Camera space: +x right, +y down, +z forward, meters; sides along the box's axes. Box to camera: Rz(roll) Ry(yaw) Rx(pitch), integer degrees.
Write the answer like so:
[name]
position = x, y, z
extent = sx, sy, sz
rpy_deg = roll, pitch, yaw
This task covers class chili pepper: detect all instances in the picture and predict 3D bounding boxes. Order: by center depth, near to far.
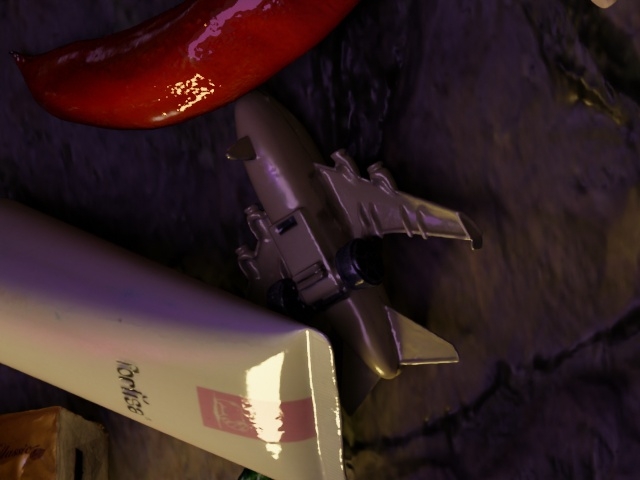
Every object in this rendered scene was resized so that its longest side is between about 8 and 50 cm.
[chili pepper]
position = -0.089, -0.156, 1.394
extent = 0.368, 0.092, 0.137
rpy_deg = -23, 59, 26

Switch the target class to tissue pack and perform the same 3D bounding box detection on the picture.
[tissue pack]
position = -0.281, 0.238, 1.569
extent = 0.226, 0.092, 0.183
rpy_deg = -9, 70, 24

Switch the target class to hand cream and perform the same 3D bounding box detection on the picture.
[hand cream]
position = -0.135, 0.075, 1.449
extent = 0.358, 0.118, 0.185
rpy_deg = 22, 138, 27

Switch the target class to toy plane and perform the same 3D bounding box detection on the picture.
[toy plane]
position = 0.000, 0.000, 1.402
extent = 0.229, 0.092, 0.244
rpy_deg = -31, 91, 35

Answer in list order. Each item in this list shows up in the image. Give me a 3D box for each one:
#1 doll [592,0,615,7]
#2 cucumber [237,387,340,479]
[doll]
position = 0.221, -0.202, 1.225
extent = 0.287, 0.151, 0.151
rpy_deg = 33, 115, 7
[cucumber]
position = -0.028, 0.163, 1.486
extent = 0.037, 0.037, 0.155
rpy_deg = 41, 116, 11
